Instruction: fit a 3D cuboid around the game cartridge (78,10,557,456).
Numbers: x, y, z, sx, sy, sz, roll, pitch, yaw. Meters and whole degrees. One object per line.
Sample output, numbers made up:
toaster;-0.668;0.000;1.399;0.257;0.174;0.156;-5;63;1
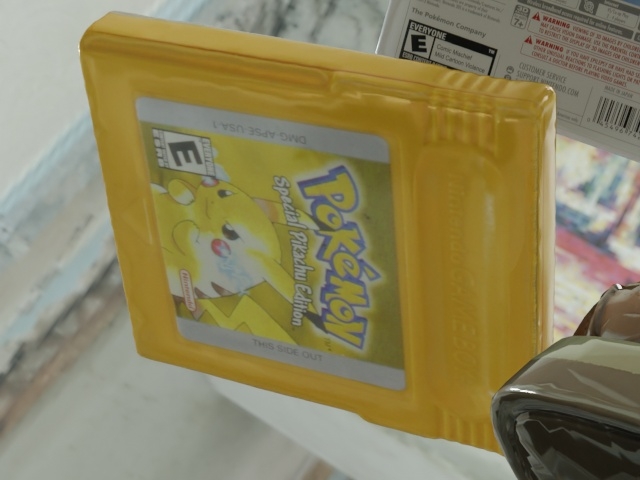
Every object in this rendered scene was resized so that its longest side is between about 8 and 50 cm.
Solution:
game cartridge;0.000;0.000;1.016;0.052;0.324;0.285;-49;-37;-44

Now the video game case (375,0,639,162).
video game case;0.233;-0.233;1.266;0.036;0.329;0.300;-43;-29;-62

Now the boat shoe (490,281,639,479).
boat shoe;0.165;0.050;0.325;0.104;0.307;0.110;-38;-62;-20
